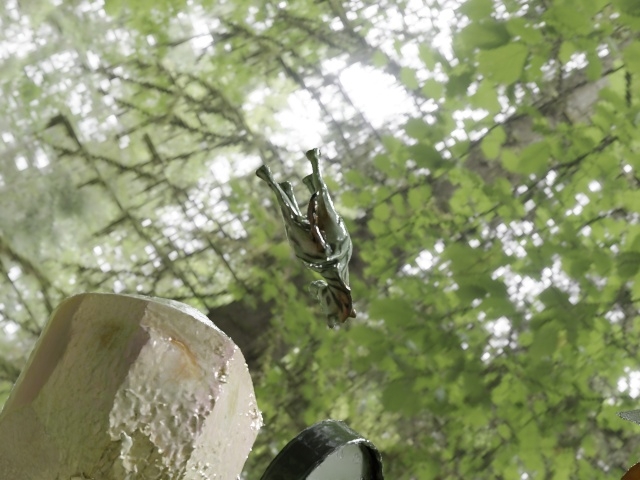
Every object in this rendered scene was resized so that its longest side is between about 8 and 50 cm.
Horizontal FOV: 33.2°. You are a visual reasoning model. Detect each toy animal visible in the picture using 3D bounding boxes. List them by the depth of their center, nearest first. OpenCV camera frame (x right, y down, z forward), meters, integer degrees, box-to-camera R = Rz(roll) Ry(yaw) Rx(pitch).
[{"bbox_3d":[-0.005,-0.013,1.353,0.255,0.090,0.170,64,2,-61],"label":"toy animal"}]

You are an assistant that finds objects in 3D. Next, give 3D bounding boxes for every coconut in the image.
[{"bbox_3d":[-0.222,0.210,1.291,0.297,0.309,0.297,15,-32,9],"label":"coconut"}]

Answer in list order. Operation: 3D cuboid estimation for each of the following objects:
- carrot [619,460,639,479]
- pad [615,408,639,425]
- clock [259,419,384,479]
[{"bbox_3d":[0.266,0.258,0.870,0.139,0.139,0.302,35,-14,27],"label":"carrot"},{"bbox_3d":[0.620,0.270,1.699,0.159,0.265,0.009,-174,-104,-86],"label":"pad"},{"bbox_3d":[-0.005,0.268,1.052,0.040,0.184,0.184,22,-49,35],"label":"clock"}]
